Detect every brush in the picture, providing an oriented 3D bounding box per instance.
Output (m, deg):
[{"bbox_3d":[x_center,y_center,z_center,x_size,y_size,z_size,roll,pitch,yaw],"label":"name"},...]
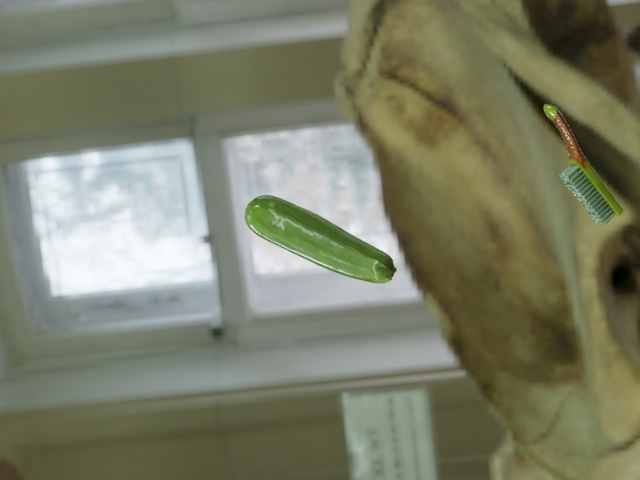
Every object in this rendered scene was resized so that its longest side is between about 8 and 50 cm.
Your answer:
[{"bbox_3d":[0.155,-0.046,0.981,0.083,0.021,0.019,56,172,-14],"label":"brush"}]

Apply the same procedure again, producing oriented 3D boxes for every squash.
[{"bbox_3d":[0.000,0.001,0.840,0.027,0.089,0.027,-54,-19,-27],"label":"squash"}]
